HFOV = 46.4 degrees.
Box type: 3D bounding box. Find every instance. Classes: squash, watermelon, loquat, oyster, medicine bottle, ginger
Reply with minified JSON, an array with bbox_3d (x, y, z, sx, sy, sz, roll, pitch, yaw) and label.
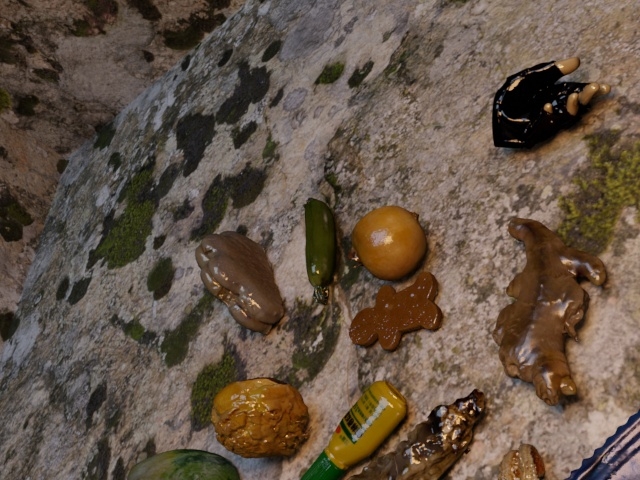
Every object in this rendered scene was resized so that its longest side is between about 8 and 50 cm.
[{"bbox_3d":[0.000,-0.001,1.669,0.071,0.080,0.318,-5,47,1],"label":"squash"},{"bbox_3d":[-0.254,0.538,1.441,0.305,0.224,0.180,-119,26,-51],"label":"watermelon"},{"bbox_3d":[0.131,0.006,1.442,0.163,0.137,0.163,-15,58,25],"label":"loquat"},{"bbox_3d":[0.132,0.357,1.193,0.345,0.079,0.128,-48,26,13],"label":"oyster"},{"bbox_3d":[0.046,0.359,1.294,0.260,0.064,0.095,-50,34,6],"label":"medicine bottle"},{"bbox_3d":[0.350,0.103,1.150,0.166,0.080,0.332,-2,50,32],"label":"ginger"}]

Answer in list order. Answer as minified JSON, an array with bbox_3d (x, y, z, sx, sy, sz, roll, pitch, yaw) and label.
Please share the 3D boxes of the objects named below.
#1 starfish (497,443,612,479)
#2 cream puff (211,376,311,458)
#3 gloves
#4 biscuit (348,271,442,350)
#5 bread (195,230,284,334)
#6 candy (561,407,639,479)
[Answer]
[{"bbox_3d":[0.274,0.409,0.940,0.312,0.113,0.303,-57,30,10],"label":"starfish"},{"bbox_3d":[-0.111,0.345,1.408,0.189,0.189,0.129,-33,43,27],"label":"cream puff"},{"bbox_3d":[0.417,-0.248,1.349,0.204,0.124,0.164,2,82,27],"label":"gloves"},{"bbox_3d":[0.138,0.142,1.404,0.205,0.031,0.138,-29,46,29],"label":"biscuit"},{"bbox_3d":[-0.203,0.079,1.746,0.102,0.183,0.337,-52,32,16],"label":"bread"},{"bbox_3d":[0.438,0.315,0.781,0.187,0.077,0.331,-46,53,-1],"label":"candy"}]
